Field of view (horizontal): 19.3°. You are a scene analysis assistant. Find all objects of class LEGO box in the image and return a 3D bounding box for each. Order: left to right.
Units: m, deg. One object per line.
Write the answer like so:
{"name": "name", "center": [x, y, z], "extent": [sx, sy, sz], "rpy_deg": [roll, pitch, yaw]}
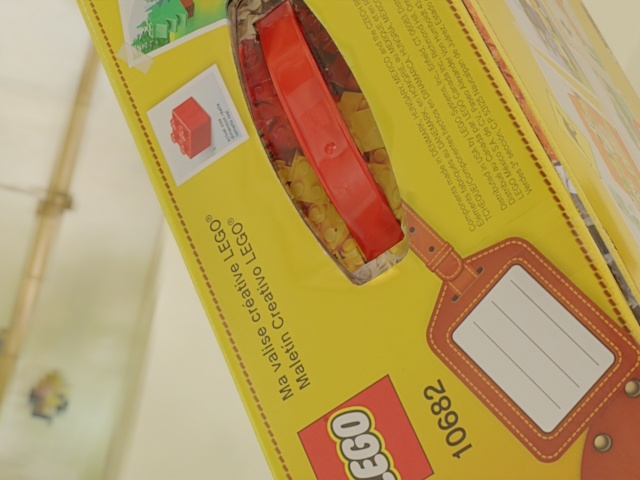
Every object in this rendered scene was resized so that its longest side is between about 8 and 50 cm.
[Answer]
{"name": "LEGO box", "center": [0.084, -0.008, 1.049], "extent": [0.193, 0.372, 0.500], "rpy_deg": [-34, -120, 17]}
